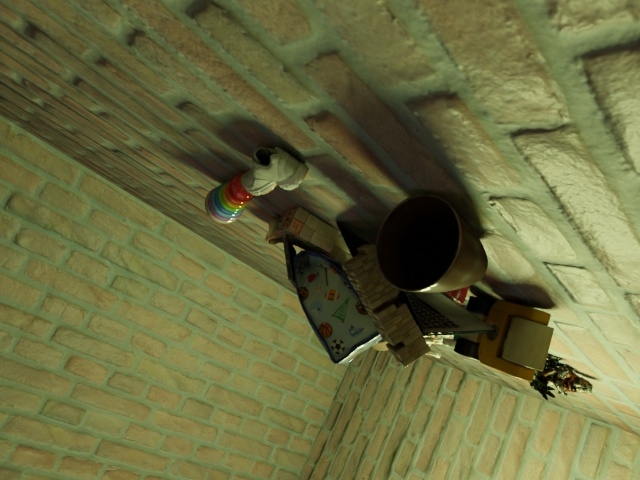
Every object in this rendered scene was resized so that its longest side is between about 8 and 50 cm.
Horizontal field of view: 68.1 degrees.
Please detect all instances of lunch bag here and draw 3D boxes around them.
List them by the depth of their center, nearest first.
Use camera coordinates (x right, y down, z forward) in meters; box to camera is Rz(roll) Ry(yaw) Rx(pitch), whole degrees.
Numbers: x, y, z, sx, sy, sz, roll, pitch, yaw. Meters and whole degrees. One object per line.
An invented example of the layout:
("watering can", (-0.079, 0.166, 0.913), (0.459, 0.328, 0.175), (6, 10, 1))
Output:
("lunch bag", (0.054, 0.221, 1.688), (0.385, 0.239, 0.328), (55, 177, 18))

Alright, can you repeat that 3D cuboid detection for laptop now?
("laptop", (0.286, 0.109, 1.473), (0.408, 0.236, 0.382), (3, -164, -21))

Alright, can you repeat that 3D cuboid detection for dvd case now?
("dvd case", (-0.101, 0.085, 1.685), (0.018, 0.165, 0.221), (-11, 162, 4))

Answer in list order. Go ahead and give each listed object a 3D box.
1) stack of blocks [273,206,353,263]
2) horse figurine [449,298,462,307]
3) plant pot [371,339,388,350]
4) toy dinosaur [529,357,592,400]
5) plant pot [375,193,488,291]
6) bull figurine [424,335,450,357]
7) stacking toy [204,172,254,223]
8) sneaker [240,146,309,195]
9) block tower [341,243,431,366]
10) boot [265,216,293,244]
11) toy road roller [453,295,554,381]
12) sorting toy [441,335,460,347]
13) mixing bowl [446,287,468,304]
("stack of blocks", (0.000, 0.000, 1.678), (0.297, 0.087, 0.171), (31, 166, -18))
("horse figurine", (0.485, 0.265, 1.758), (0.174, 0.066, 0.263), (42, 178, -9))
("plant pot", (0.265, 0.312, 2.085), (0.229, 0.263, 0.263), (52, 157, -23))
("toy dinosaur", (0.922, 0.553, 1.928), (0.322, 0.164, 0.218), (-6, 168, 28))
("plant pot", (0.283, 0.029, 1.090), (0.230, 0.215, 0.215), (18, 175, -42))
("bull figurine", (0.480, 0.434, 2.133), (0.188, 0.101, 0.310), (8, -167, 28))
("stacking toy", (-0.290, -0.154, 1.610), (0.141, 0.141, 0.330), (31, 159, -18))
("sneaker", (-0.147, -0.196, 1.252), (0.262, 0.099, 0.121), (-3, 141, 50))
("block tower", (0.175, 0.176, 1.308), (0.335, 0.097, 0.091), (62, 168, -7))
("boot", (-0.110, 0.002, 1.881), (0.207, 0.090, 0.248), (28, 163, 2))
("toy road roller", (0.609, 0.310, 1.495), (0.240, 0.202, 0.329), (19, 176, -25))
("sorting toy", (0.648, 0.387, 1.796), (0.257, 0.089, 0.255), (14, 175, -32))
("mixing bowl", (0.340, 0.085, 1.300), (0.181, 0.098, 0.181), (34, -179, -1))
